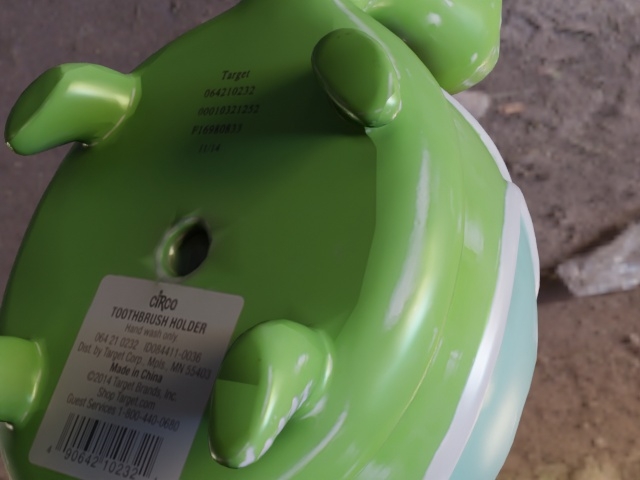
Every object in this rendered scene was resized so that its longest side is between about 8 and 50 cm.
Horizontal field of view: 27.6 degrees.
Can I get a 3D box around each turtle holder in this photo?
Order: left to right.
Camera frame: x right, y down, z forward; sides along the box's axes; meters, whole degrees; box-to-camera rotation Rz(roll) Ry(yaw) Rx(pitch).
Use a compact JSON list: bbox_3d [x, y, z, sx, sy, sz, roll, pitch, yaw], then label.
[{"bbox_3d":[-0.015,0.012,0.613,0.243,0.320,0.227,-24,142,25],"label":"turtle holder"}]
